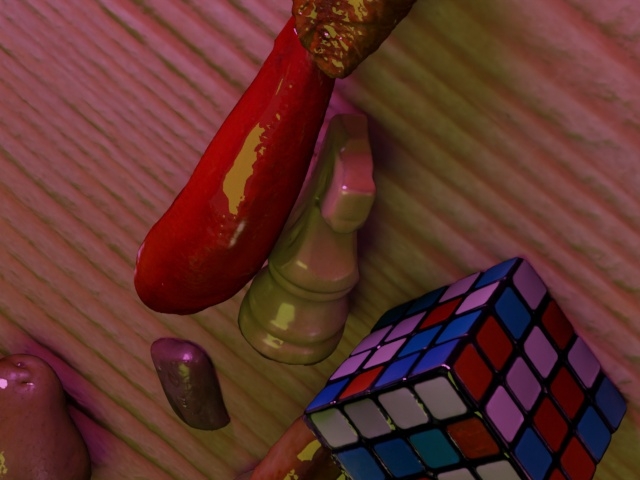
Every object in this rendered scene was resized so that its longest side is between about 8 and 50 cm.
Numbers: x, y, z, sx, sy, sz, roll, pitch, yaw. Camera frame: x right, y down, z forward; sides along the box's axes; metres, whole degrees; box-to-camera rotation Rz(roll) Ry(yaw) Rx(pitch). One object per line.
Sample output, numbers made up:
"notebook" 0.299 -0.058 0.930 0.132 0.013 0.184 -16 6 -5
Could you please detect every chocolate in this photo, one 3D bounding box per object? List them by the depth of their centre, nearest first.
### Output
"chocolate" -0.128 0.142 1.279 0.064 0.031 0.101 9 128 34

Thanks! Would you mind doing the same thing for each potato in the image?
"potato" -0.307 0.205 1.380 0.157 0.157 0.194 20 118 20

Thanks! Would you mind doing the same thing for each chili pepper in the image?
"chili pepper" -0.065 -0.034 1.042 0.091 0.137 0.368 27 137 -16

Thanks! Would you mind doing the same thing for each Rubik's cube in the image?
"Rubik's cube" 0.110 0.129 1.024 0.154 0.151 0.155 -25 107 42

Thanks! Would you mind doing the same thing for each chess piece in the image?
"chess piece" 0.000 0.000 1.048 0.090 0.090 0.200 30 132 12

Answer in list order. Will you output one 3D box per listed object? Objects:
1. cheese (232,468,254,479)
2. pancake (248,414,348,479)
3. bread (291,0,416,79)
"cheese" 0.007 0.343 1.306 0.163 0.082 0.286 -24 109 43
"pancake" 0.033 0.273 1.189 0.244 0.057 0.266 36 104 -14
"bread" 0.032 -0.217 0.869 0.104 0.076 0.233 15 126 16
